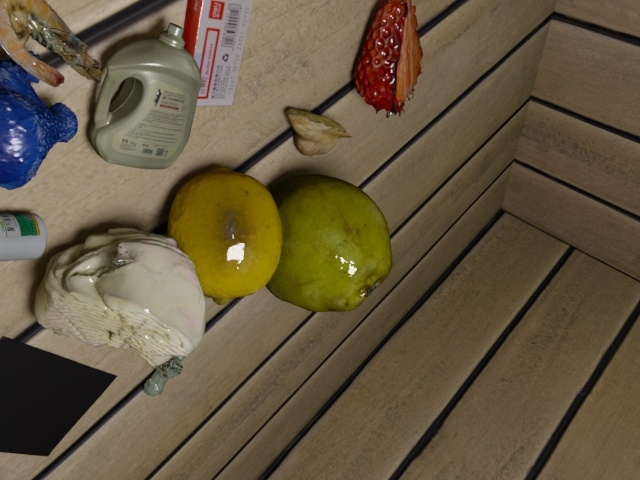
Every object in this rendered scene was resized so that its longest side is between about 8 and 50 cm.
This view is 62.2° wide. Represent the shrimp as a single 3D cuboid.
[{"bbox_3d":[-0.393,-0.278,0.759,0.052,0.144,0.251,-16,163,15],"label":"shrimp"}]

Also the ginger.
[{"bbox_3d":[-0.034,-0.271,1.341,0.193,0.115,0.123,11,126,-48],"label":"ginger"}]

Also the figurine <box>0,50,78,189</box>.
[{"bbox_3d":[-0.409,-0.147,0.718,0.262,0.120,0.164,-71,170,-57],"label":"figurine"}]

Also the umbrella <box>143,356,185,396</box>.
[{"bbox_3d":[-0.419,0.359,1.434,0.143,0.062,0.067,-48,120,-1],"label":"umbrella"}]

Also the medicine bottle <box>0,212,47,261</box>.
[{"bbox_3d":[-0.526,-0.005,0.863,0.130,0.080,0.080,-3,122,-57],"label":"medicine bottle"}]

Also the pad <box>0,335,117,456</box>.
[{"bbox_3d":[-0.633,0.353,1.152,0.248,0.007,0.367,-51,152,-10],"label":"pad"}]

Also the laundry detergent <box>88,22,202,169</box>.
[{"bbox_3d":[-0.296,-0.254,0.930,0.181,0.091,0.253,0,125,-47],"label":"laundry detergent"}]

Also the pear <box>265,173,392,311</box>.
[{"bbox_3d":[-0.009,0.001,1.357,0.352,0.413,0.352,-23,133,-27],"label":"pear"}]

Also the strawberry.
[{"bbox_3d":[0.165,-0.473,1.397,0.280,0.150,0.253,60,46,-57],"label":"strawberry"}]

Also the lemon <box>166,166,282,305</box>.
[{"bbox_3d":[-0.207,-0.014,1.156,0.260,0.284,0.260,-23,161,-8],"label":"lemon"}]

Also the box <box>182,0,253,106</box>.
[{"bbox_3d":[-0.207,-0.364,1.018,0.123,0.050,0.229,-18,134,-47],"label":"box"}]

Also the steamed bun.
[{"bbox_3d":[-0.363,0.093,1.013,0.275,0.320,0.206,122,-15,-52],"label":"steamed bun"}]
